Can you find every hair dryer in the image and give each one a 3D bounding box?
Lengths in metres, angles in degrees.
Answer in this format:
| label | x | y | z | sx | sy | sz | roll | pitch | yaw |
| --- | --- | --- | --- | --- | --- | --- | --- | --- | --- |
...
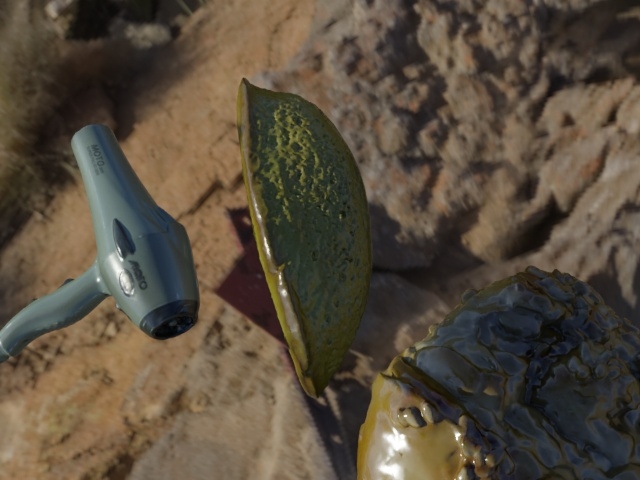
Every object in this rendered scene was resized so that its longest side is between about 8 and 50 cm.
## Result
| label | x | y | z | sx | sy | sz | roll | pitch | yaw |
| --- | --- | --- | --- | --- | --- | --- | --- | --- | --- |
| hair dryer | -0.251 | 0.006 | 1.252 | 0.267 | 0.092 | 0.229 | -14 | 68 | 14 |

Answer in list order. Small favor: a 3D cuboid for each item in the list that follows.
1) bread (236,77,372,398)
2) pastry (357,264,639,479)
| label | x | y | z | sx | sy | sz | roll | pitch | yaw |
| --- | --- | --- | --- | --- | --- | --- | --- | --- | --- |
| bread | 0.000 | 0.000 | 0.753 | 0.065 | 0.149 | 0.187 | -13 | 69 | 3 |
| pastry | 0.173 | 0.151 | 0.979 | 0.255 | 0.162 | 0.311 | 52 | 49 | -4 |
